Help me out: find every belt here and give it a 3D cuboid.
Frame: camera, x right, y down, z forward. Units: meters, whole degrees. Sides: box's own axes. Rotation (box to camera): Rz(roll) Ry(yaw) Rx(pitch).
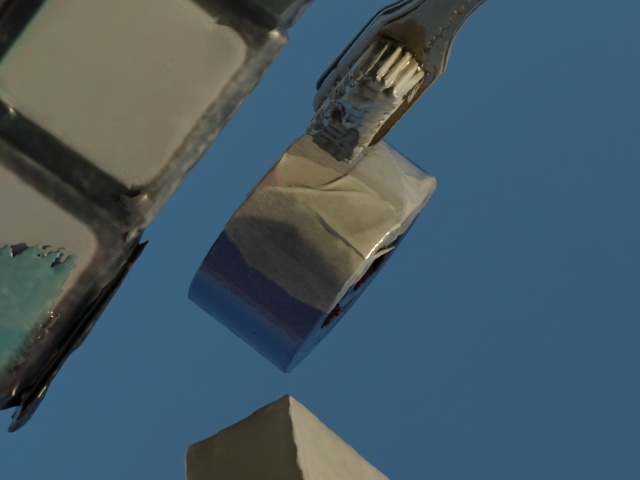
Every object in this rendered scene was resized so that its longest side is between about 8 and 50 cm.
[{"bbox_3d":[0.000,0.000,1.622,0.117,0.347,0.212,39,-83,5],"label":"belt"}]

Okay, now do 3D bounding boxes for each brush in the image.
[{"bbox_3d":[0.069,-0.143,1.345,0.070,0.327,0.065,35,-125,-6],"label":"brush"}]

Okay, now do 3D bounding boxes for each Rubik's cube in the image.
[{"bbox_3d":[-0.193,-0.178,0.967,0.359,0.362,0.363,34,-83,-9],"label":"Rubik's cube"}]

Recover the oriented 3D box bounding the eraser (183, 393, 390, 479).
[{"bbox_3d":[0.016,0.237,0.813,0.078,0.144,0.343,-30,-139,19],"label":"eraser"}]
